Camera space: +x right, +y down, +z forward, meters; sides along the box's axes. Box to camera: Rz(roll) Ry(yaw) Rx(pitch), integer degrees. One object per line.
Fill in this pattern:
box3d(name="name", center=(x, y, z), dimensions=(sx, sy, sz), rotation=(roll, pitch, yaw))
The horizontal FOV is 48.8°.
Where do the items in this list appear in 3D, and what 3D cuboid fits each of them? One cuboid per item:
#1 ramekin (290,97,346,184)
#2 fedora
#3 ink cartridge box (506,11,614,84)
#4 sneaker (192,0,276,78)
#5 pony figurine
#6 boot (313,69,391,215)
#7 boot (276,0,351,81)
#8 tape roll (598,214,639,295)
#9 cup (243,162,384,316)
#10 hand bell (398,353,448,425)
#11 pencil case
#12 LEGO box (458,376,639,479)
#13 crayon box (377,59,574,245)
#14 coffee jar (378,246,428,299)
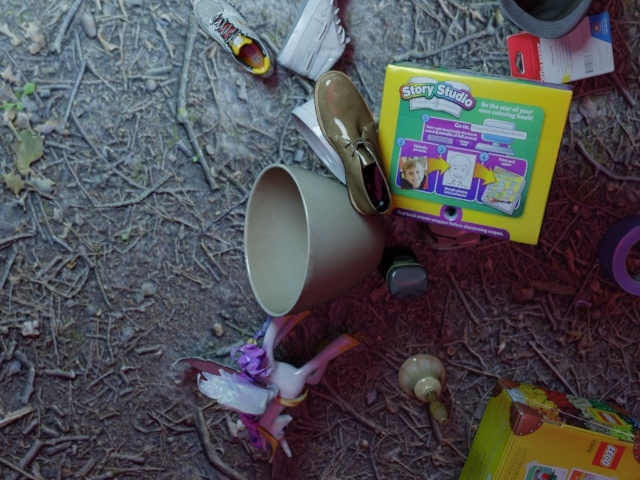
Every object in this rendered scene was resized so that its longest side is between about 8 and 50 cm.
box3d(name="ramekin", center=(0.040, -0.232, 1.547), dimensions=(0.109, 0.207, 0.207), rotation=(-39, 105, -3))
box3d(name="fedora", center=(0.463, -0.558, 1.516), dimensions=(0.244, 0.124, 0.275), rotation=(23, 87, -13))
box3d(name="ink cartridge box", center=(0.528, -0.421, 1.589), dimensions=(0.231, 0.078, 0.134), rotation=(-13, 105, 0))
box3d(name="sneaker", center=(-0.182, -0.445, 1.525), dimensions=(0.225, 0.092, 0.088), rotation=(42, 99, -13))
box3d(name="pony figurine", center=(-0.132, 0.313, 1.671), dimensions=(0.351, 0.303, 0.363), rotation=(34, 85, -21))
box3d(name="boot", center=(0.076, -0.193, 1.398), dimensions=(0.112, 0.115, 0.305), rotation=(-22, 101, -7))
box3d(name="boot", center=(0.015, -0.476, 1.540), dimensions=(0.124, 0.095, 0.258), rotation=(25, 111, -16))
box3d(name="tape roll", center=(0.791, 0.036, 1.733), dimensions=(0.189, 0.080, 0.188), rotation=(-1, 105, -5))
box3d(name="cup", center=(0.000, 0.000, 1.572), dimensions=(0.237, 0.331, 0.330), rotation=(0, 107, -29))
box3d(name="hand bell", center=(0.271, 0.381, 1.707), dimensions=(0.126, 0.242, 0.126), rotation=(-1, 106, -4))
box3d(name="pencil case", center=(0.310, -0.190, 1.594), dimensions=(0.184, 0.160, 0.410), rotation=(-6, 106, 3))
box3d(name="LEGO box", center=(0.572, 0.652, 1.828), dimensions=(0.373, 0.193, 0.499), rotation=(16, 104, -8))
box3d(name="crayon box", center=(0.299, -0.185, 1.451), dimensions=(0.363, 0.106, 0.312), rotation=(13, 110, 17))
box3d(name="coffee jar", center=(0.192, 0.075, 1.647), dimensions=(0.096, 0.184, 0.079), rotation=(-4, 106, -3))
